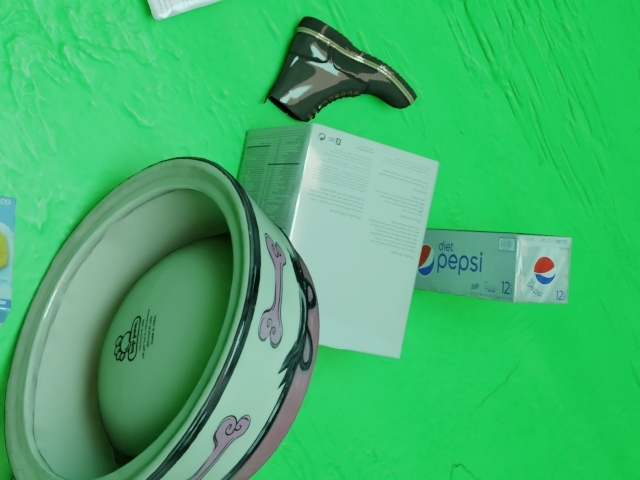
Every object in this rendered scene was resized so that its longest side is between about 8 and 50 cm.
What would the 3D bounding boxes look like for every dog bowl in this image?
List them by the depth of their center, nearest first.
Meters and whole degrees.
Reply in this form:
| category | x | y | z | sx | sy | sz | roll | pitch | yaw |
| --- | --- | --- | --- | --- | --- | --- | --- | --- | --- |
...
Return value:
| category | x | y | z | sx | sy | sz | roll | pitch | yaw |
| --- | --- | --- | --- | --- | --- | --- | --- | --- | --- |
| dog bowl | -0.173 | 0.118 | 1.013 | 0.150 | 0.408 | 0.408 | 31 | 78 | -41 |

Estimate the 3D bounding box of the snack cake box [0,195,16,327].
| category | x | y | z | sx | sy | sz | roll | pitch | yaw |
| --- | --- | --- | --- | --- | --- | --- | --- | --- | --- |
| snack cake box | -0.471 | 0.012 | 0.963 | 0.264 | 0.089 | 0.152 | 11 | 54 | -29 |

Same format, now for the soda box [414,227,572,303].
| category | x | y | z | sx | sy | sz | roll | pitch | yaw |
| --- | --- | --- | --- | --- | --- | --- | --- | --- | --- |
| soda box | 0.215 | 0.031 | 1.264 | 0.098 | 0.286 | 0.091 | 3 | 91 | -29 |

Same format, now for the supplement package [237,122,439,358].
| category | x | y | z | sx | sy | sz | roll | pitch | yaw |
| --- | --- | --- | --- | --- | --- | --- | --- | --- | --- |
| supplement package | 0.000 | 0.000 | 1.195 | 0.199 | 0.198 | 0.263 | 14 | 87 | -29 |

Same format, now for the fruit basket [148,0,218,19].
| category | x | y | z | sx | sy | sz | roll | pitch | yaw |
| --- | --- | --- | --- | --- | --- | --- | --- | --- | --- |
| fruit basket | -0.104 | -0.489 | 1.156 | 0.353 | 0.165 | 0.327 | -21 | 103 | -10 |

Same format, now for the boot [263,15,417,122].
| category | x | y | z | sx | sy | sz | roll | pitch | yaw |
| --- | --- | --- | --- | --- | --- | --- | --- | --- | --- |
| boot | 0.026 | -0.205 | 1.275 | 0.197 | 0.077 | 0.137 | 30 | 84 | -14 |

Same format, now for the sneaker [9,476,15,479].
| category | x | y | z | sx | sy | sz | roll | pitch | yaw |
| --- | --- | --- | --- | --- | --- | --- | --- | --- | --- |
| sneaker | -0.250 | 0.294 | 1.137 | 0.282 | 0.099 | 0.153 | -23 | 106 | -22 |
